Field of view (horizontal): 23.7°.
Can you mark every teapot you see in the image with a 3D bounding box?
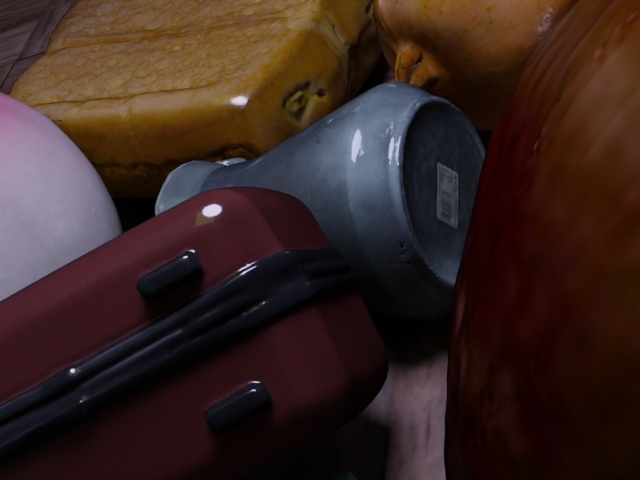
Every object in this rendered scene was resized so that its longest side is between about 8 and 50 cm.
[{"bbox_3d":[0.000,0.000,1.114,0.225,0.171,0.203,-12,62,34],"label":"teapot"}]

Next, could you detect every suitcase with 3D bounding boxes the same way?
[{"bbox_3d":[-0.117,0.092,0.941,0.297,0.161,0.236,-29,-4,10],"label":"suitcase"}]

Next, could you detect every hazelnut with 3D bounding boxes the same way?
[{"bbox_3d":[0.224,0.027,0.686,0.421,0.353,0.421,-38,11,9],"label":"hazelnut"}]

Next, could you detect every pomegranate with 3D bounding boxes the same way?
[{"bbox_3d":[0.146,-0.187,1.249,0.209,0.209,0.209,-18,31,11],"label":"pomegranate"}]

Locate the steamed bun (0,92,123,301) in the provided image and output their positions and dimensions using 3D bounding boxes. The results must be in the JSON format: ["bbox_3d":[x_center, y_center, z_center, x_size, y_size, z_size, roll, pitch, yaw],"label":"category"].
[{"bbox_3d":[-0.317,-0.009,1.212,0.309,0.309,0.309,-18,31,11],"label":"steamed bun"}]

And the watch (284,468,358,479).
[{"bbox_3d":[-0.045,0.228,0.856,0.195,0.068,0.237,-2,38,32],"label":"watch"}]

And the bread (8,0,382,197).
[{"bbox_3d":[-0.110,-0.147,1.424,0.337,0.148,0.328,-5,40,28],"label":"bread"}]
